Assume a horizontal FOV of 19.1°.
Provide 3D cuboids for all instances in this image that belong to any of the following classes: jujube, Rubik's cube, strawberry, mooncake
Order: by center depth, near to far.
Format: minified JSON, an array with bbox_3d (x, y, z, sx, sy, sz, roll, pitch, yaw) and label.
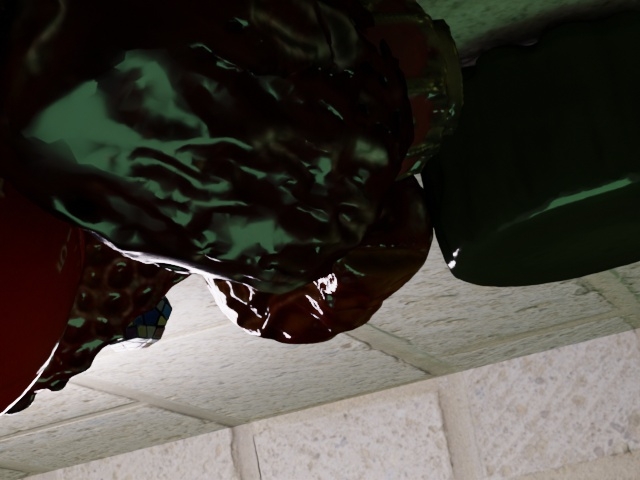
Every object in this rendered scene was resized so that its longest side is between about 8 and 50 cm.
[{"bbox_3d":[-0.096,-0.109,1.347,0.258,0.258,0.376,-23,133,40],"label":"jujube"},{"bbox_3d":[-0.247,0.028,1.812,0.280,0.150,0.253,-23,-156,35],"label":"strawberry"},{"bbox_3d":[0.272,-0.092,1.897,0.356,0.194,0.356,-14,165,-4],"label":"mooncake"},{"bbox_3d":[0.000,0.000,1.972,0.216,0.216,0.342,-5,171,-22],"label":"jujube"},{"bbox_3d":[-0.241,0.088,2.392,0.111,0.093,0.111,-11,167,-2],"label":"Rubik's cube"}]

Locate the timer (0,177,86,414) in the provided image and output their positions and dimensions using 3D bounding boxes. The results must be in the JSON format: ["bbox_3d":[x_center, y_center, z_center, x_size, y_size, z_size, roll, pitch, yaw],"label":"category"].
[{"bbox_3d":[-0.372,-0.008,1.473,0.378,0.279,0.378,4,143,3],"label":"timer"}]

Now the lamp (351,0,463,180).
[{"bbox_3d":[-0.017,-0.126,1.601,0.274,0.177,0.177,-6,165,-18],"label":"lamp"}]
